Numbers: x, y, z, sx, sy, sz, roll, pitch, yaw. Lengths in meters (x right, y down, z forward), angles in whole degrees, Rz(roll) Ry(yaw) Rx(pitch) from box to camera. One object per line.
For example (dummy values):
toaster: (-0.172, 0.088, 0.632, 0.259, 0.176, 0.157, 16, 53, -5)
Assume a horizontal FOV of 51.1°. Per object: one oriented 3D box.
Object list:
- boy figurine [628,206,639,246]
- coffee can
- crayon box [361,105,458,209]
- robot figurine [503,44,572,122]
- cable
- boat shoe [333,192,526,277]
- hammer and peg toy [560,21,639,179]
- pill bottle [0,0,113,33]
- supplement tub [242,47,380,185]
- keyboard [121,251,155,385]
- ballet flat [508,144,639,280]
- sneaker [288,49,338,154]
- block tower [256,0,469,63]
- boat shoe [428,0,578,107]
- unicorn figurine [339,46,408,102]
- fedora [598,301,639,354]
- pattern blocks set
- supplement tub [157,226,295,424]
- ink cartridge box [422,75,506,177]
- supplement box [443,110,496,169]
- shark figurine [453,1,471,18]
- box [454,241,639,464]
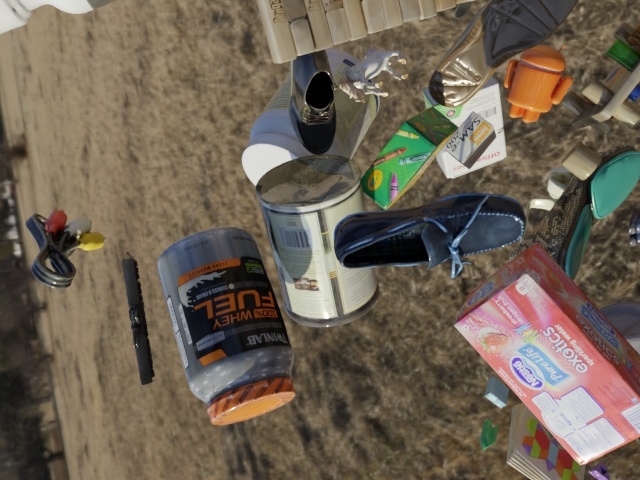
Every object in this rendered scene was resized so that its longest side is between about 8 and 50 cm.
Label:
boy figurine: (0.936, -0.020, 1.694, 0.285, 0.092, 0.177, 7, 147, 35)
coffee can: (0.000, 0.000, 1.307, 0.201, 0.201, 0.276, 44, 151, 53)
crayon box: (0.188, -0.179, 1.401, 0.081, 0.278, 0.165, 40, 116, 5)
robot figurine: (0.592, -0.436, 1.832, 0.158, 0.128, 0.220, -114, 34, -61)
cable: (-0.462, -0.002, 1.175, 0.072, 0.139, 0.287, -57, 14, 4)
boat shoe: (0.147, 0.007, 0.901, 0.089, 0.258, 0.109, -83, -24, -55)
hammer and peg toy: (0.599, -0.306, 1.397, 0.361, 0.127, 0.266, -54, -3, 9)
pill bottle: (-0.253, -0.391, 0.765, 0.210, 0.362, 0.210, 63, 175, 9)
supplement tub: (-0.020, -0.262, 1.557, 0.235, 0.325, 0.235, 21, 149, 13)
keyboard: (-0.257, 0.111, 0.947, 0.108, 0.023, 0.180, -153, 55, -74)
ballet flat: (0.580, -0.083, 1.562, 0.182, 0.483, 0.164, 14, 137, 40)
sneaker: (-0.011, -0.222, 1.163, 0.118, 0.083, 0.222, -105, 4, -48)
block tower: (0.097, -0.256, 0.623, 0.097, 0.335, 0.091, -141, 33, -70)
boat shoe: (0.334, -0.396, 1.249, 0.341, 0.121, 0.110, -39, 19, 36)
unicorn figurine: (0.096, -0.296, 1.153, 0.111, 0.161, 0.060, 33, 138, 39)
fedora: (0.587, 0.201, 1.272, 0.124, 0.243, 0.275, 60, 157, -14)
pattern blocks set: (0.448, 0.419, 1.314, 0.026, 0.324, 0.286, -47, 19, 42)
supplement tub: (-0.164, 0.151, 1.198, 0.316, 0.193, 0.194, 68, 153, 21)
ink cartridge box: (0.457, -0.367, 2.115, 0.122, 0.211, 0.289, -109, -1, -48)
supplement box: (0.206, -0.136, 0.919, 0.036, 0.098, 0.062, 41, 101, 13)
shark figurine: (0.160, -0.426, 0.917, 0.116, 0.166, 0.278, 21, 166, 34)
box: (0.375, 0.176, 1.056, 0.300, 0.142, 0.154, 47, 120, 1)
